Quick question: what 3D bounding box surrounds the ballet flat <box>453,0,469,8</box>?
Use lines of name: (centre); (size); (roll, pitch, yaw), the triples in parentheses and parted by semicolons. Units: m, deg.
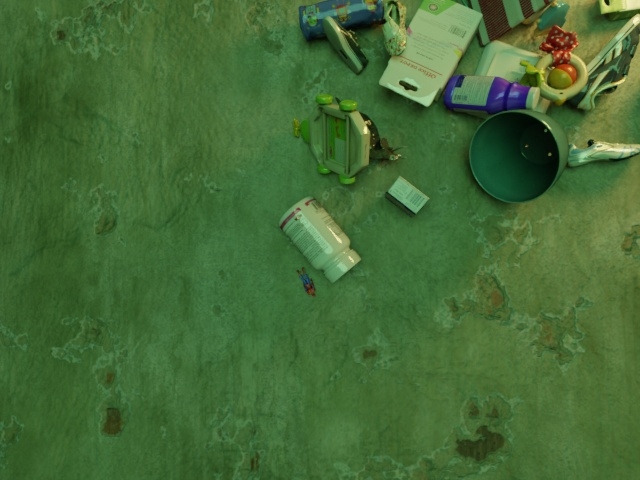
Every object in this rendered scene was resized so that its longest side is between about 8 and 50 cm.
ballet flat: (0.471, -0.846, 1.458); (0.068, 0.072, 0.213); (-27, 84, 33)

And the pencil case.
pencil case: (0.077, -0.801, 1.468); (0.307, 0.133, 0.119); (-9, 112, 8)

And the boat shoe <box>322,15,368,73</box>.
boat shoe: (0.090, -0.695, 1.448); (0.070, 0.078, 0.219); (-48, 125, -4)

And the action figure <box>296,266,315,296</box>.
action figure: (-0.047, 0.153, 1.494); (0.038, 0.030, 0.115); (-26, 90, 11)

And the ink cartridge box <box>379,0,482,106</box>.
ink cartridge box: (0.370, -0.631, 1.425); (0.207, 0.119, 0.353); (30, 91, 10)

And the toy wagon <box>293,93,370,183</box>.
toy wagon: (0.031, -0.357, 1.414); (0.344, 0.068, 0.267); (33, 135, 42)

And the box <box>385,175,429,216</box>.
box: (0.292, -0.146, 1.409); (0.126, 0.137, 0.072); (39, 94, 7)

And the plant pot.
plant pot: (0.660, -0.288, 1.326); (0.196, 0.290, 0.290); (-27, 84, -32)

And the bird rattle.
bird rattle: (0.755, -0.545, 1.336); (0.254, 0.143, 0.207); (-41, 78, -8)

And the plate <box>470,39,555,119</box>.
plate: (0.667, -0.537, 1.426); (0.278, 0.045, 0.277); (22, 90, 8)

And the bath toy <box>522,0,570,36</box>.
bath toy: (0.708, -0.867, 1.393); (0.129, 0.151, 0.347); (-14, 79, -30)

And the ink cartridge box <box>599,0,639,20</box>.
ink cartridge box: (1.027, -0.807, 1.382); (0.210, 0.062, 0.108); (-6, 87, 7)

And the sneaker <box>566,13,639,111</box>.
sneaker: (0.948, -0.568, 1.354); (0.127, 0.126, 0.321); (43, 104, 12)

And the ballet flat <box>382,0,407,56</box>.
ballet flat: (0.240, -0.718, 1.386); (0.091, 0.077, 0.240); (-23, 51, 40)

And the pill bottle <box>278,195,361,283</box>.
pill bottle: (0.000, 0.000, 1.427); (0.160, 0.160, 0.283); (-40, 84, 4)

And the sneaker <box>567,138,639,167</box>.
sneaker: (0.938, -0.297, 1.364); (0.238, 0.085, 0.086); (-6, 92, 5)

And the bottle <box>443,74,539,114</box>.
bottle: (0.554, -0.473, 1.349); (0.283, 0.092, 0.118); (18, 92, 35)

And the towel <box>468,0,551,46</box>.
towel: (0.631, -0.821, 1.330); (0.037, 0.329, 0.236); (-11, 85, -32)

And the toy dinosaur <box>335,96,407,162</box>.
toy dinosaur: (0.148, -0.370, 1.460); (0.161, 0.121, 0.313); (-27, 75, -19)
